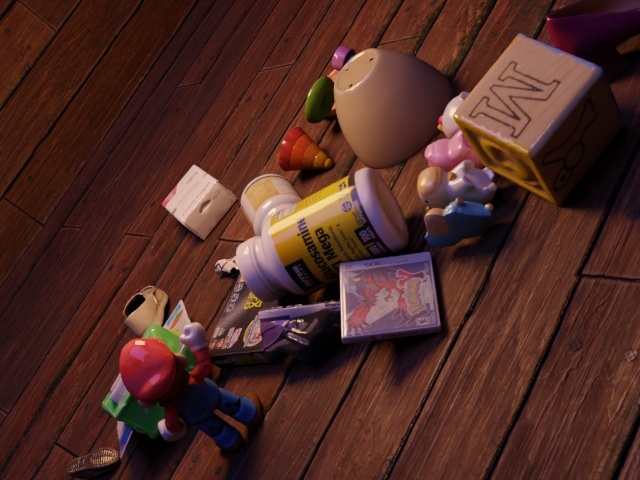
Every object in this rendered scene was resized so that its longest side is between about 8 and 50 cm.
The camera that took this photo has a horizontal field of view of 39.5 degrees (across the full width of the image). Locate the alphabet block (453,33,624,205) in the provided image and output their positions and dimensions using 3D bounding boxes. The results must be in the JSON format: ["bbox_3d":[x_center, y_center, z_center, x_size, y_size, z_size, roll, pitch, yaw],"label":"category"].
[{"bbox_3d":[0.391,-0.214,1.591,0.197,0.192,0.193,-50,49,-4],"label":"alphabet block"}]

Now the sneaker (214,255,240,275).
[{"bbox_3d":[-0.234,0.071,2.264,0.109,0.040,0.043,-20,43,40],"label":"sneaker"}]

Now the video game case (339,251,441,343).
[{"bbox_3d":[0.129,0.106,1.693,0.184,0.023,0.201,-8,42,7],"label":"video game case"}]

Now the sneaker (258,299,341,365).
[{"bbox_3d":[0.003,0.190,1.806,0.283,0.107,0.124,-10,79,35],"label":"sneaker"}]

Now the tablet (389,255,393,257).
[{"bbox_3d":[0.134,0.062,1.836,0.054,0.006,0.083,-41,33,14],"label":"tablet"}]

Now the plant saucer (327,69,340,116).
[{"bbox_3d":[0.061,-0.409,2.417,0.200,0.037,0.200,-32,36,27],"label":"plant saucer"}]

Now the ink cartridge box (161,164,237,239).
[{"bbox_3d":[-0.350,-0.113,2.564,0.158,0.092,0.218,-51,29,-3],"label":"ink cartridge box"}]

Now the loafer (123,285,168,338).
[{"bbox_3d":[-0.470,0.178,2.373,0.102,0.092,0.268,-47,20,4],"label":"loafer"}]

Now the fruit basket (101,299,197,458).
[{"bbox_3d":[-0.408,0.308,2.104,0.327,0.165,0.353,-58,22,1],"label":"fruit basket"}]

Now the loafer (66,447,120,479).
[{"bbox_3d":[-0.538,0.537,2.136,0.148,0.050,0.056,-16,45,20],"label":"loafer"}]

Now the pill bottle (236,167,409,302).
[{"bbox_3d":[0.000,0.000,1.856,0.334,0.188,0.187,-27,36,18],"label":"pill bottle"}]

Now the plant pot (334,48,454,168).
[{"bbox_3d":[0.142,-0.338,2.087,0.284,0.191,0.284,-33,34,26],"label":"plant pot"}]

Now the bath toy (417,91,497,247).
[{"bbox_3d":[0.273,-0.150,1.786,0.129,0.152,0.348,111,173,-51],"label":"bath toy"}]

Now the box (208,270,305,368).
[{"bbox_3d":[-0.135,0.156,2.025,0.216,0.060,0.270,-13,46,46],"label":"box"}]

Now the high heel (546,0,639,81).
[{"bbox_3d":[0.602,-0.467,1.647,0.377,0.181,0.127,-45,31,7],"label":"high heel"}]

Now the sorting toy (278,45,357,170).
[{"bbox_3d":[0.031,-0.322,2.281,0.126,0.127,0.365,25,82,22],"label":"sorting toy"}]

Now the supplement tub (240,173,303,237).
[{"bbox_3d":[-0.102,-0.062,2.139,0.144,0.144,0.199,-46,31,6],"label":"supplement tub"}]

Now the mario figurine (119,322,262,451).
[{"bbox_3d":[-0.273,0.289,1.798,0.170,0.320,0.198,-16,44,42],"label":"mario figurine"}]
